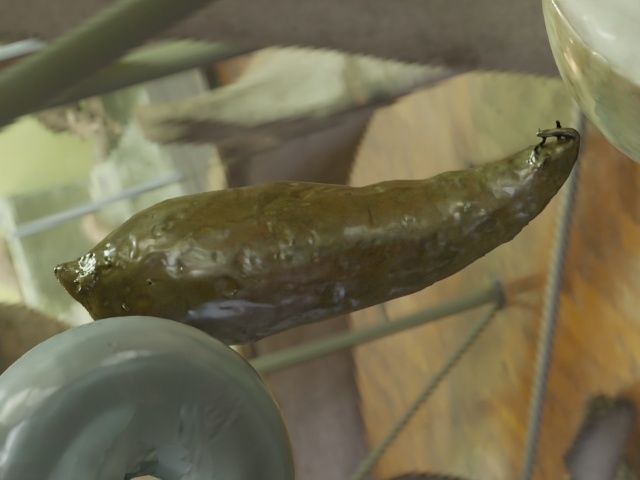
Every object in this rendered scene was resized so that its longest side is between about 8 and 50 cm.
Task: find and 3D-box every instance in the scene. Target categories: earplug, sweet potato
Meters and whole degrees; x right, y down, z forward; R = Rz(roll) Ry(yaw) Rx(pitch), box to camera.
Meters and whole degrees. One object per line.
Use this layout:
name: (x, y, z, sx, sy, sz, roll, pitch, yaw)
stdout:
earplug: (-0.109, 0.204, 0.948, 0.175, 0.214, 0.326, -40, 42, 53)
sweet potato: (0.003, 0.004, 1.302, 0.130, 0.422, 0.130, 168, 90, -90)

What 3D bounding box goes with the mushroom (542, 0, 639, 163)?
mushroom: (0.217, -0.128, 0.698, 0.195, 0.254, 0.189, 33, -179, 19)
